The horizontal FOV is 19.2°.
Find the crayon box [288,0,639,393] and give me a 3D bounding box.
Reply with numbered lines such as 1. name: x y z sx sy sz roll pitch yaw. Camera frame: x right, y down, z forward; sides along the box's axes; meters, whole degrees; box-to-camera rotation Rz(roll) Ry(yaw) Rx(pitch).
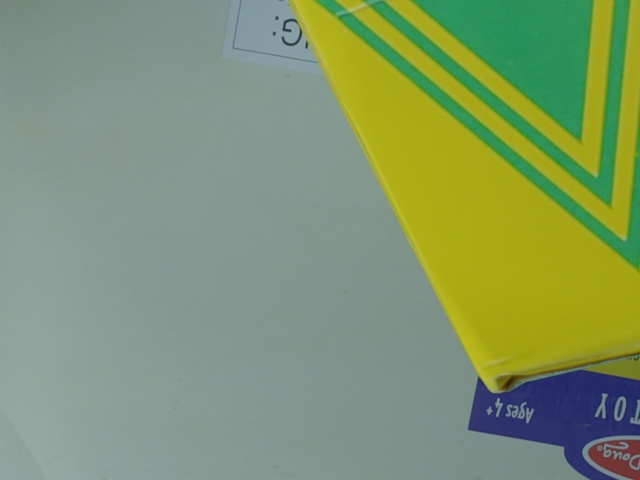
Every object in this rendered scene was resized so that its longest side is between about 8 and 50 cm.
1. crayon box: 0.068 -0.185 0.515 0.106 0.363 0.313 -19 109 28

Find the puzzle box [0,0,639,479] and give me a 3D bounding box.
1. puzzle box: 0.018 0.030 0.688 0.409 0.052 0.272 11 94 -9
